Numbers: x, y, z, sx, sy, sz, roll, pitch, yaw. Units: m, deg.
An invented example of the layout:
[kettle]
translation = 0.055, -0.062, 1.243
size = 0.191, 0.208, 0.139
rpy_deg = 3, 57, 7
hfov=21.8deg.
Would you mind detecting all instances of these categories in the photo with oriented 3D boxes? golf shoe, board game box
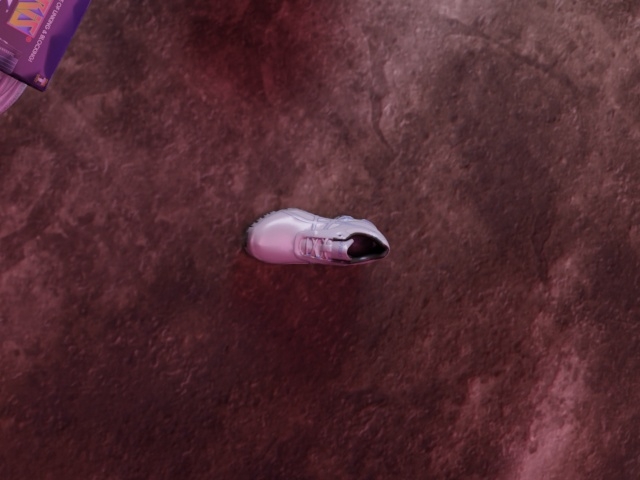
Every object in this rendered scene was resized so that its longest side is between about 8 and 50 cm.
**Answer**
[golf shoe]
translation = 0.000, 0.000, 1.983
size = 0.176, 0.086, 0.069
rpy_deg = -2, 101, -23
[board game box]
translation = -0.311, -0.261, 1.714
size = 0.141, 0.048, 0.170
rpy_deg = 27, 88, -24

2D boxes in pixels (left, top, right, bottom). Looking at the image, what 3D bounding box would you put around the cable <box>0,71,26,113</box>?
[cable]
translation = -0.416, -0.239, 1.749
size = 0.257, 0.089, 0.257
rpy_deg = -1, 100, -24
